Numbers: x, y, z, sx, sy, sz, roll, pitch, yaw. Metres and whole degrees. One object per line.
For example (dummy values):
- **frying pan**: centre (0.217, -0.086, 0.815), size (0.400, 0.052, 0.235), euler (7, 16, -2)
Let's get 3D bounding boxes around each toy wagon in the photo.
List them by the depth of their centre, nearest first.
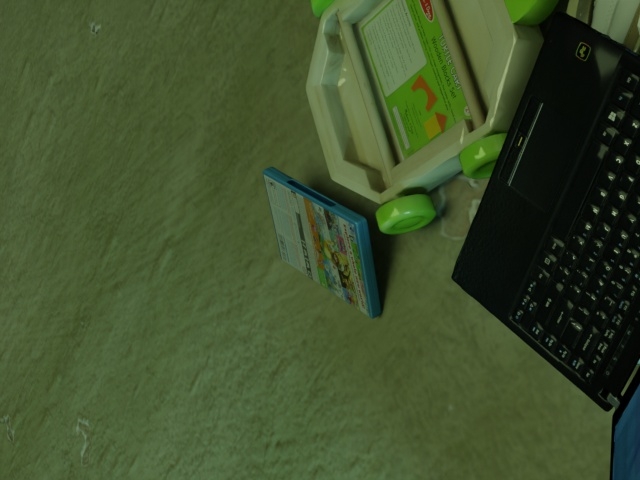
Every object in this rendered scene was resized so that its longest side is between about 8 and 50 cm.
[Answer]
- **toy wagon**: centre (0.110, -0.176, 0.943), size (0.344, 0.068, 0.267), euler (-34, 65, 45)

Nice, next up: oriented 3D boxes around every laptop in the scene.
- **laptop**: centre (0.167, 0.020, 0.647), size (0.264, 0.137, 0.234), euler (43, 130, 35)

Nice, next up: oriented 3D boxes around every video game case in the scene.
- **video game case**: centre (0.000, 0.000, 1.079), size (0.166, 0.015, 0.119), euler (31, 141, 46)

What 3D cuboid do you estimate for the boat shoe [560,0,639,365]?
- **boat shoe**: centre (0.239, -0.057, 0.749), size (0.103, 0.113, 0.302), euler (-5, 85, 56)

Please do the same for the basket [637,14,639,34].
- **basket**: centre (0.370, -0.018, 0.429), size (0.266, 0.328, 0.331), euler (-37, 62, 40)
